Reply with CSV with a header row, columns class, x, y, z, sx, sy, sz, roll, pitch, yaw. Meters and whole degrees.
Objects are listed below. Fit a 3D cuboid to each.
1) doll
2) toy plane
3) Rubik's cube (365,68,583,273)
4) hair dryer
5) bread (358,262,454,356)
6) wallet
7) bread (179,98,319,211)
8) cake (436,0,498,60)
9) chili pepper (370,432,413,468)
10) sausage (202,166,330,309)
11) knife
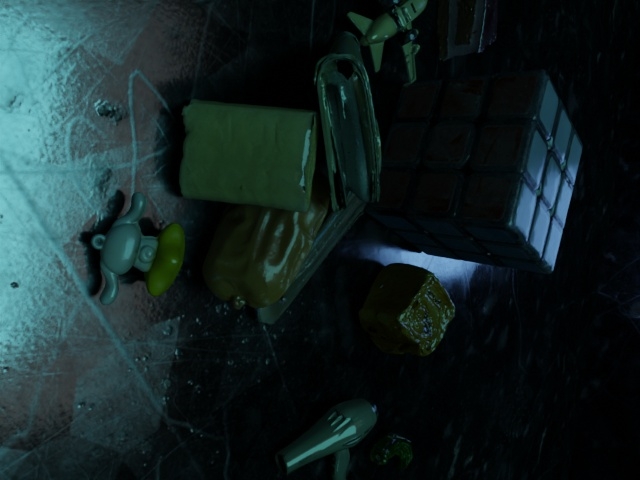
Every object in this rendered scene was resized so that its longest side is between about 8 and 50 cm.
class,x,y,z,sx,sy,sz,roll,pitch,yaw
doll,-0.228,0.022,0.634,0.113,0.072,0.135,48,66,-33
toy plane,0.141,-0.413,0.947,0.244,0.092,0.229,-45,114,-30
Rubik's cube,0.321,-0.129,1.039,0.301,0.305,0.303,29,77,-47
hair dryer,0.000,0.413,0.972,0.219,0.088,0.224,6,107,-42
bread,0.173,0.143,1.047,0.158,0.143,0.149,-51,125,-30
wallet,0.047,-0.193,0.784,0.309,0.077,0.223,-80,159,-64
bread,-0.094,-0.113,0.670,0.060,0.178,0.139,-15,111,-79
cake,0.325,-0.548,1.111,0.113,0.116,0.295,-22,116,-48
chili pepper,0.169,0.486,1.178,0.182,0.050,0.073,41,60,-47
sausage,-0.079,-0.013,0.745,0.120,0.136,0.241,42,70,-51
knife,-0.004,-0.001,0.898,0.365,0.043,0.089,-52,131,-26
